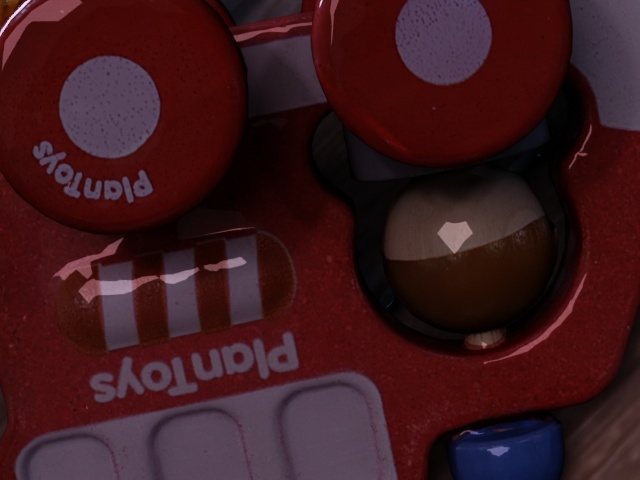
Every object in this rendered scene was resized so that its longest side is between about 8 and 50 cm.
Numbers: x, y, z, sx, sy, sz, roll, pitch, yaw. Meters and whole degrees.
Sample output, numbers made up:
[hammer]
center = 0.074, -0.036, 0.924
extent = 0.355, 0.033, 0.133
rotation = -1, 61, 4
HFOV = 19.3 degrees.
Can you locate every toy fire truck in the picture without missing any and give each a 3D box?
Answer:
[toy fire truck]
center = 0.000, 0.000, 0.779
extent = 0.302, 0.169, 0.254
rotation = -11, 100, -1

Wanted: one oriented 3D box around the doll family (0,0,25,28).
[doll family]
center = -0.180, -0.162, 0.893
extent = 0.263, 0.118, 0.163
rotation = 29, 119, 24
